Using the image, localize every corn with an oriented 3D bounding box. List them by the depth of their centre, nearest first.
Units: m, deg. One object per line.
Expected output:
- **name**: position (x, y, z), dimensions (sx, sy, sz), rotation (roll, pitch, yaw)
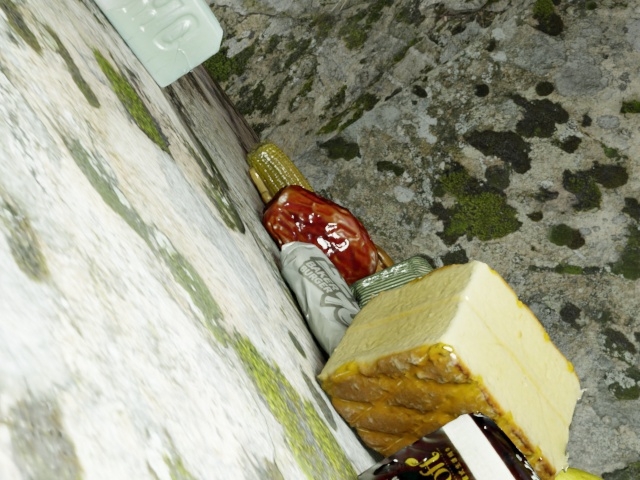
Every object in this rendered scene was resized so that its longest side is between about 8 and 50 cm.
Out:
- **corn**: position (-0.099, -0.159, 2.409), dimensions (0.344, 0.131, 0.131), rotation (54, 3, -16)

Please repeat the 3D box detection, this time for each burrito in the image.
- **burrito**: position (0.038, 0.163, 1.414), dimensions (0.139, 0.101, 0.445), rotation (50, 6, -42)

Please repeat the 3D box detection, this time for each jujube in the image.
- **jujube**: position (0.000, 0.000, 1.775), dimensions (0.290, 0.197, 0.197), rotation (41, 6, -11)

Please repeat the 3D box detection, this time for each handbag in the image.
- **handbag**: position (0.186, 0.231, 1.581), dimensions (0.240, 0.247, 0.340), rotation (-119, -173, -50)

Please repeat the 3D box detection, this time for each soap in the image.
- **soap**: position (-0.328, -0.464, 1.502), dimensions (0.289, 0.173, 0.095), rotation (55, 4, -33)

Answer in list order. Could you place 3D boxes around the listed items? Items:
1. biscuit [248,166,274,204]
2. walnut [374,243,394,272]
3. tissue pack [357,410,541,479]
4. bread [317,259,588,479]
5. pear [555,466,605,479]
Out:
- **biscuit**: position (-0.132, -0.098, 2.125), dimensions (0.234, 0.030, 0.153), rotation (59, 5, 29)
- **walnut**: position (0.137, 0.157, 2.241), dimensions (0.209, 0.209, 0.336), rotation (-116, -175, -67)
- **tissue pack**: position (0.212, 0.388, 0.857), dimensions (0.210, 0.198, 0.370), rotation (51, 6, -38)
- **bread**: position (0.190, 0.209, 1.146), dimensions (0.279, 0.279, 0.207), rotation (47, 49, -14)
- **pear**: position (0.358, 0.498, 1.178), dimensions (0.303, 0.304, 0.304), rotation (56, 3, -4)
